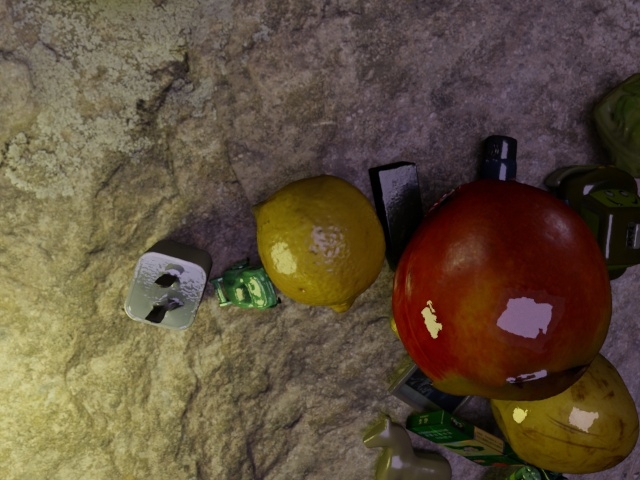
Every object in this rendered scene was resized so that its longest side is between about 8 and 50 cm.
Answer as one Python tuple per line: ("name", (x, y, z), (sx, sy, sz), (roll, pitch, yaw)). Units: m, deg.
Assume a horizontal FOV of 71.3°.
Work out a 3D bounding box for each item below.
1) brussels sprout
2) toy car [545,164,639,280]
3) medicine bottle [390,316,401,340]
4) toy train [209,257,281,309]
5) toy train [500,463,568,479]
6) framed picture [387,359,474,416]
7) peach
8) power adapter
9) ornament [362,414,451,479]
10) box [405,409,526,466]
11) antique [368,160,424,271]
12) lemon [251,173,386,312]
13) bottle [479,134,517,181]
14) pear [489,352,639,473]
("brussels sprout", (0.680, -0.234, 0.911), (0.222, 0.161, 0.224), (1, 84, -14))
("toy car", (0.572, -0.030, 0.912), (0.203, 0.198, 0.248), (-1, 98, -7))
("medicine bottle", (0.267, 0.124, 0.963), (0.260, 0.064, 0.095), (-40, 117, -4))
("toy train", (-0.147, 0.094, 0.871), (0.081, 0.149, 0.099), (-26, 105, -31))
("toy train", (0.467, 0.561, 1.022), (0.132, 0.083, 0.200), (-7, 133, -22))
("framed picture", (0.305, 0.276, 0.995), (0.208, 0.019, 0.281), (36, 96, -25))
("peach", (0.290, 0.079, 0.766), (0.369, 0.370, 0.371), (-1, 100, -8))
("power adapter", (-0.273, 0.084, 0.802), (0.125, 0.205, 0.130), (18, 95, -11))
("ornament", (0.190, 0.522, 1.022), (0.230, 0.061, 0.245), (14, 101, -9))
("box", (0.324, 0.448, 1.001), (0.235, 0.132, 0.034), (30, 54, -13))
("antique", (0.162, -0.045, 0.909), (0.080, 0.081, 0.221), (-14, 102, -4))
("lemon", (0.004, 0.007, 0.820), (0.228, 0.228, 0.254), (-31, 114, -2))
("bottle", (0.365, -0.093, 0.933), (0.082, 0.072, 0.245), (-3, 101, -36))
("pear", (0.503, 0.348, 0.942), (0.280, 0.281, 0.281), (-1, 100, -8))
